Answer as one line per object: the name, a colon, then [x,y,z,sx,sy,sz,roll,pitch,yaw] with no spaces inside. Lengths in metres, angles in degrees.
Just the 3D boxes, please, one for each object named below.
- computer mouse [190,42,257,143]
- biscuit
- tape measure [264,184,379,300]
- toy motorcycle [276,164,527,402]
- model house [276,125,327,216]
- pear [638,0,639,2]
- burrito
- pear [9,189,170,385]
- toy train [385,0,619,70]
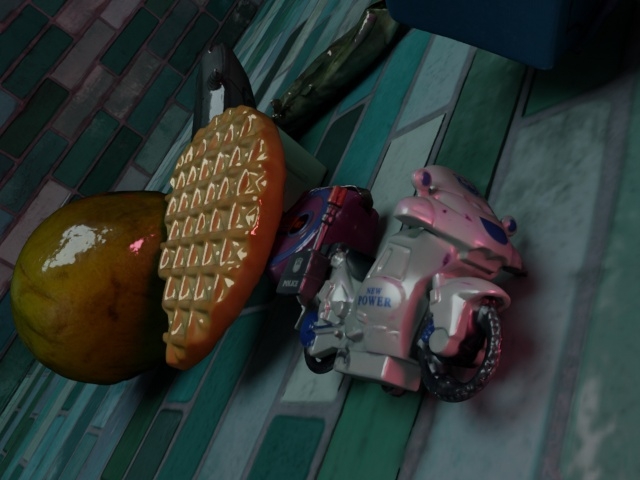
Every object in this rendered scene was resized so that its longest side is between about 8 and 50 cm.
computer mouse: [-0.155,-0.163,1.001,0.371,0.122,0.188,120,147,-65]
biscuit: [-0.110,-0.037,0.649,0.204,0.040,0.309,-41,41,33]
tape measure: [0.000,0.000,0.598,0.125,0.074,0.118,-55,22,-14]
toy motorcycle: [0.051,0.028,0.424,0.221,0.102,0.150,-10,60,59]
model house: [-0.089,-0.077,0.814,0.149,0.127,0.100,-13,45,54]
pear: [0.237,-0.180,0.339,0.131,0.107,0.107,-30,31,28]
burrito: [0.013,-0.259,0.952,0.309,0.066,0.096,-35,32,38]
pear: [-0.283,0.061,0.841,0.321,0.269,0.269,-37,27,20]
toy train: [0.170,-0.301,0.426,0.188,0.265,0.300,28,78,24]
